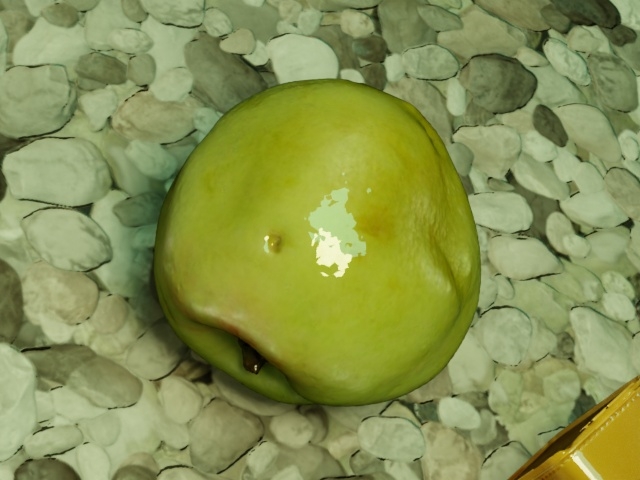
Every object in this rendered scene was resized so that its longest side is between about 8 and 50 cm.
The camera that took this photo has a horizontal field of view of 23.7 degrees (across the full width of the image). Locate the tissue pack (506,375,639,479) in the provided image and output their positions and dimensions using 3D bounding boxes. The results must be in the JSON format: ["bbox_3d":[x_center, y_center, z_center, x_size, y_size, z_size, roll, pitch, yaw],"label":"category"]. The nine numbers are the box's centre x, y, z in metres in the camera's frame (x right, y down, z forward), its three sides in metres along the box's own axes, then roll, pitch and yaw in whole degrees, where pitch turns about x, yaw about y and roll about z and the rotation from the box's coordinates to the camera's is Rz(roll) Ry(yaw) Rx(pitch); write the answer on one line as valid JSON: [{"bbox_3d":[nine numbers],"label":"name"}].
[{"bbox_3d":[0.317,0.299,1.460,0.145,0.194,0.274,-36,80,-34],"label":"tissue pack"}]

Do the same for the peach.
[{"bbox_3d":[-0.005,0.002,1.439,0.314,0.281,0.316,39,54,-41],"label":"peach"}]
